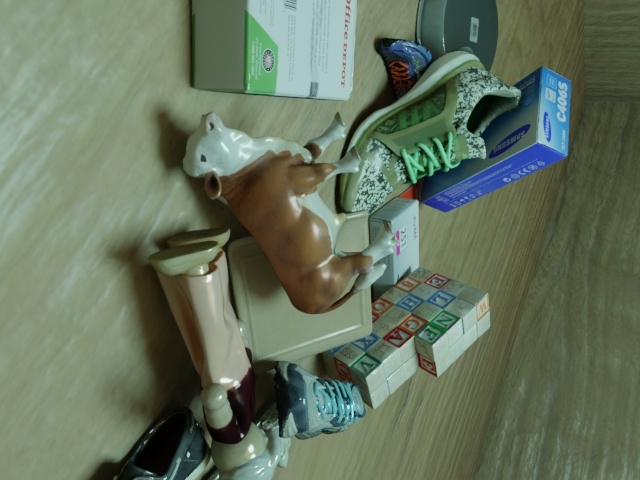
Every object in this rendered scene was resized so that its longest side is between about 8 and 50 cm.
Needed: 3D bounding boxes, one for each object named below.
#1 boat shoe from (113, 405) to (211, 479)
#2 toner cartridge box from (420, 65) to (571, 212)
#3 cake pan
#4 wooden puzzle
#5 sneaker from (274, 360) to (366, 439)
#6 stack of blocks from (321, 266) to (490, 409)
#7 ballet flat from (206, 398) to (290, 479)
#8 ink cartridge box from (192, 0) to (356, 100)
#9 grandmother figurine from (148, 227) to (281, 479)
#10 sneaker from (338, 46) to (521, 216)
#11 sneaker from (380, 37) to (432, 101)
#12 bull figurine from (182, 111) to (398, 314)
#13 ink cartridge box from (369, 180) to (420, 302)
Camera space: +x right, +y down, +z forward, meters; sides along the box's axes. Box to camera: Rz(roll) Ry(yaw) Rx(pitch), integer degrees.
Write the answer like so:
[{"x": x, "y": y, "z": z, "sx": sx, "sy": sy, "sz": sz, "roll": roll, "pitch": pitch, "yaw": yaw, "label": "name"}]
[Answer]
[{"x": -0.218, "y": 0.289, "z": 0.581, "sx": 0.233, "sy": 0.084, "sz": 0.079, "roll": -46, "pitch": 138, "yaw": -51, "label": "boat shoe"}, {"x": 0.342, "y": -0.188, "z": 1.052, "sx": 0.075, "sy": 0.348, "sz": 0.165, "roll": 18, "pitch": 69, "yaw": -19, "label": "toner cartridge box"}, {"x": 0.315, "y": -0.464, "z": 1.141, "sx": 0.293, "sy": 0.054, "sz": 0.293, "roll": -14, "pitch": 109, "yaw": -45, "label": "cake pan"}, {"x": -0.024, "y": 0.078, "z": 0.782, "sx": 0.221, "sy": 0.044, "sz": 0.238, "roll": -14, "pitch": 118, "yaw": -23, "label": "wooden puzzle"}, {"x": 0.004, "y": 0.242, "z": 0.789, "sx": 0.283, "sy": 0.122, "sz": 0.110, "roll": 68, "pitch": 15, "yaw": -67, "label": "sneaker"}, {"x": 0.167, "y": 0.183, "z": 0.986, "sx": 0.297, "sy": 0.171, "sz": 0.087, "roll": -33, "pitch": 126, "yaw": -28, "label": "stack of blocks"}, {"x": -0.098, "y": 0.346, "z": 0.789, "sx": 0.241, "sy": 0.077, "sz": 0.091, "roll": -44, "pitch": 135, "yaw": -42, "label": "ballet flat"}, {"x": -0.050, "y": -0.263, "z": 0.650, "sx": 0.219, "sy": 0.093, "sz": 0.160, "roll": -16, "pitch": 114, "yaw": -54, "label": "ink cartridge box"}, {"x": -0.120, "y": 0.161, "z": 0.633, "sx": 0.208, "sy": 0.104, "sz": 0.342, "roll": -59, "pitch": 142, "yaw": -71, "label": "grandmother figurine"}, {"x": 0.200, "y": -0.179, "z": 0.923, "sx": 0.410, "sy": 0.182, "sz": 0.158, "roll": -47, "pitch": 139, "yaw": -8, "label": "sneaker"}, {"x": 0.175, "y": -0.312, "z": 0.996, "sx": 0.221, "sy": 0.083, "sz": 0.087, "roll": 31, "pitch": 82, "yaw": -52, "label": "sneaker"}, {"x": -0.027, "y": -0.042, "z": 0.637, "sx": 0.101, "sy": 0.189, "sz": 0.310, "roll": -101, "pitch": 165, "yaw": -60, "label": "bull figurine"}, {"x": 0.196, "y": 0.033, "z": 1.156, "sx": 0.239, "sy": 0.060, "sz": 0.275, "roll": -35, "pitch": 128, "yaw": -45, "label": "ink cartridge box"}]
